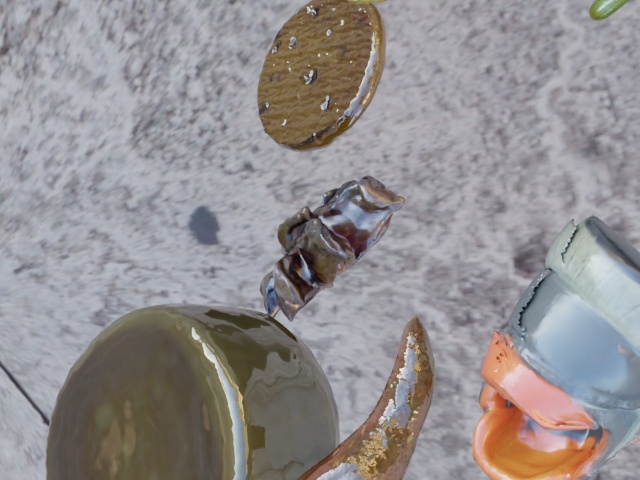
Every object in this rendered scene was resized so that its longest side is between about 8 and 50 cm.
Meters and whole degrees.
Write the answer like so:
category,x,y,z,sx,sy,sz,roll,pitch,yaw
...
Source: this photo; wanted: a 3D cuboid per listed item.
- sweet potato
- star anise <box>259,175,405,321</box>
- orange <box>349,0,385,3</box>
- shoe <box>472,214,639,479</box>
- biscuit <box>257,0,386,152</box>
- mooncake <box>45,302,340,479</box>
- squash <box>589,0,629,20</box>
category,x,y,z,sx,sy,sz,roll,pitch,yaw
sweet potato,0.016,0.176,1.053,0.078,0.058,0.255,42,84,5
star anise,0.003,-0.003,1.597,0.099,0.220,0.214,40,43,-7
orange,0.038,-0.286,1.220,0.170,0.112,0.160,-31,98,-8
shoe,0.186,0.111,0.962,0.171,0.336,0.132,-46,65,1
biscuit,0.002,-0.204,1.682,0.036,0.212,0.212,22,81,-41
mooncake,-0.114,0.199,1.282,0.155,0.284,0.285,8,85,-45
squash,0.349,-0.286,1.641,0.027,0.083,0.027,25,48,-31
